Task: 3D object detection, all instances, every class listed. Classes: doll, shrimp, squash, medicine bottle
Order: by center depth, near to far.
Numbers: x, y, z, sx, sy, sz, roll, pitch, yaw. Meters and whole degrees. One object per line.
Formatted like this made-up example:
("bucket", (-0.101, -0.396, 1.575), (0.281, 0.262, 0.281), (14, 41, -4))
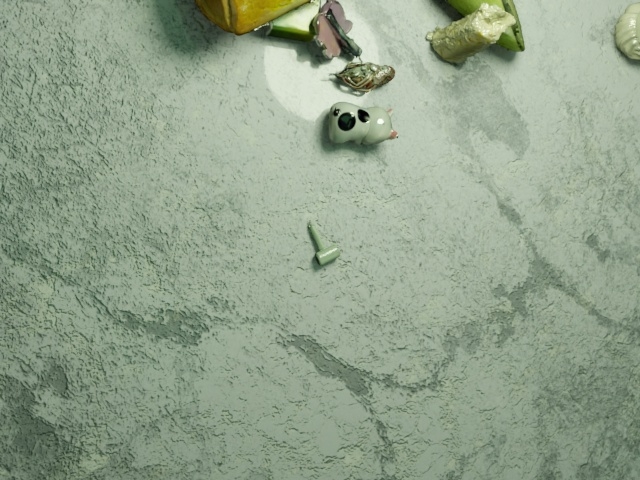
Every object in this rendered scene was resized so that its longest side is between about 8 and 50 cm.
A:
("medicine bottle", (-0.100, -0.591, 1.685), (0.188, 0.088, 0.132), (4, 92, -16))
("doll", (0.104, -0.308, 1.741), (0.180, 0.107, 0.110), (5, 69, -21))
("shrimp", (0.109, -0.442, 1.754), (0.190, 0.073, 0.075), (1, 59, -11))
("squash", (0.481, -0.660, 1.770), (0.309, 0.234, 0.210), (34, 125, -8))

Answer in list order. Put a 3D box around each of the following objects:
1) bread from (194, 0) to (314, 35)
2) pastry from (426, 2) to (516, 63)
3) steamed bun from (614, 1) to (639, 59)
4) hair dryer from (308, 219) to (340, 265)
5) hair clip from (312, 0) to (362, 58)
("bread", (-0.170, -0.679, 1.570), (0.337, 0.148, 0.328), (-29, 68, -14))
("pastry", (0.398, -0.543, 1.740), (0.121, 0.258, 0.089), (16, 84, -25))
("steamed bun", (0.957, -0.620, 1.962), (0.182, 0.106, 0.183), (-2, 96, -16))
("hair dryer", (0.000, 0.000, 1.761), (0.063, 0.038, 0.124), (-25, 91, -15))
("hair clip", (0.041, -0.541, 1.705), (0.187, 0.056, 0.146), (38, 68, -44))
